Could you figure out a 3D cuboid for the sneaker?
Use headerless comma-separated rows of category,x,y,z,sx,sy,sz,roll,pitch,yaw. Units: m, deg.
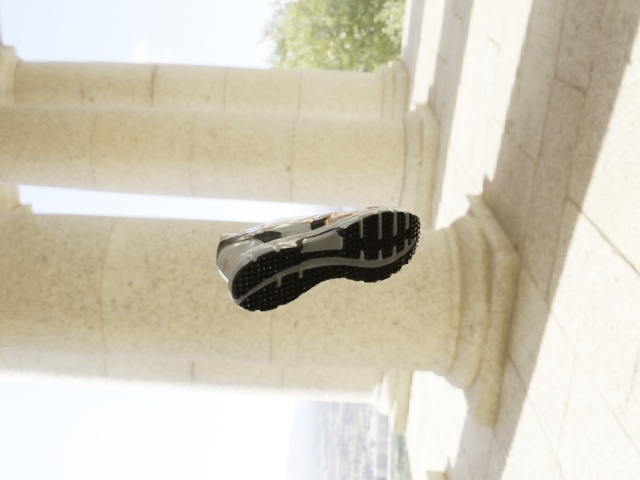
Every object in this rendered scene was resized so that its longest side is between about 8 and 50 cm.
sneaker,0.000,0.000,0.349,0.044,0.109,0.040,41,134,51
